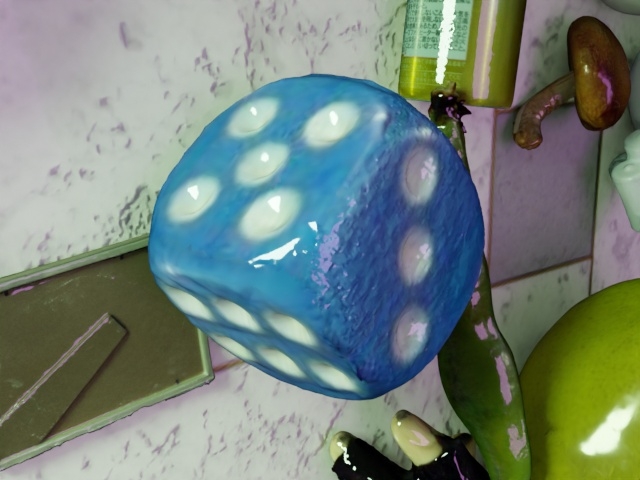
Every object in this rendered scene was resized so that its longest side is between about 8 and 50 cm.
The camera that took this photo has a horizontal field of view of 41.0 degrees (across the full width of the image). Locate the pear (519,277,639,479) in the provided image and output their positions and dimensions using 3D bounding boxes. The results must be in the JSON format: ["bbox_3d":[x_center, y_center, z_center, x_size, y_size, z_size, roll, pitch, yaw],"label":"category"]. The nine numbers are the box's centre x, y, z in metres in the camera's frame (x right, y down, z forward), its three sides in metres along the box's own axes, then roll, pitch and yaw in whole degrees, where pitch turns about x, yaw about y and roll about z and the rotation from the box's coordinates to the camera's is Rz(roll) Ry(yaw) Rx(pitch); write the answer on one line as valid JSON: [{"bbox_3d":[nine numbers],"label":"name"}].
[{"bbox_3d":[0.286,0.207,0.717,0.287,0.287,0.375,-19,136,-34],"label":"pear"}]

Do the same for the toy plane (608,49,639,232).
[{"bbox_3d":[0.370,-0.083,0.798,0.266,0.122,0.267,-3,96,-33],"label":"toy plane"}]

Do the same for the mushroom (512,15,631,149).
[{"bbox_3d":[0.210,-0.116,0.694,0.129,0.072,0.088,-55,158,-11],"label":"mushroom"}]

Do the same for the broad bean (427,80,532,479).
[{"bbox_3d":[0.096,0.042,0.585,0.043,0.060,0.298,-27,107,-51],"label":"broad bean"}]

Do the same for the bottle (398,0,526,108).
[{"bbox_3d":[0.106,-0.235,0.570,0.082,0.082,0.286,-4,104,-38],"label":"bottle"}]

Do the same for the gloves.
[{"bbox_3d":[0.091,0.265,0.664,0.197,0.152,0.301,-45,115,-54],"label":"gloves"}]

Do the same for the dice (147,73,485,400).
[{"bbox_3d":[0.000,0.000,0.500,0.146,0.143,0.146,-58,134,-22],"label":"dice"}]

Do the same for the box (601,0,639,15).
[{"bbox_3d":[0.311,-0.274,0.646,0.291,0.206,0.262,39,75,-38],"label":"box"}]

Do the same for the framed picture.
[{"bbox_3d":[-0.132,0.060,0.500,0.149,0.011,0.109,-19,112,-34],"label":"framed picture"}]
